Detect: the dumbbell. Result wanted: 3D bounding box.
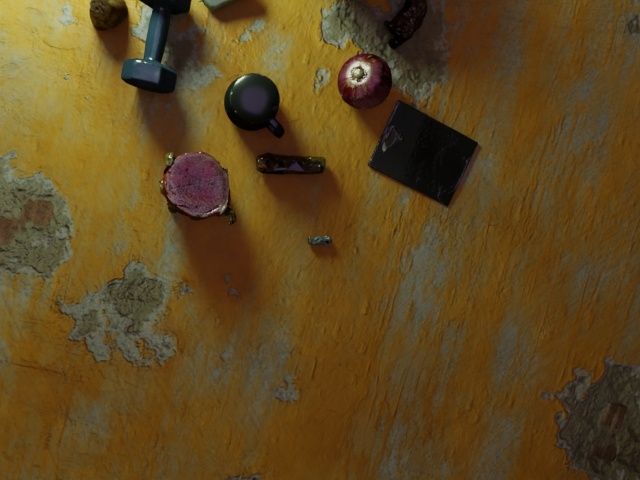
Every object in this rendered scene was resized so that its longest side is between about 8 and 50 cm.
[{"bbox_3d":[-0.480,-0.602,1.717,0.144,0.160,0.325,10,94,-40],"label":"dumbbell"}]

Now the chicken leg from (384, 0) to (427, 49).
[{"bbox_3d":[0.283,-0.726,1.896,0.105,0.063,0.234,36,87,-17],"label":"chicken leg"}]

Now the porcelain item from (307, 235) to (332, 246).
[{"bbox_3d":[0.000,0.000,1.940,0.083,0.028,0.036,2,113,-13],"label":"porcelain item"}]

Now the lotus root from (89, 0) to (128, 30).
[{"bbox_3d":[-0.616,-0.686,1.701,0.095,0.135,0.160,15,107,-13],"label":"lotus root"}]

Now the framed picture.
[{"bbox_3d":[0.351,-0.294,1.983,0.323,0.013,0.244,25,91,-12],"label":"framed picture"}]

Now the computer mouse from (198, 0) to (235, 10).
[{"bbox_3d":[-0.289,-0.764,1.781,0.181,0.056,0.089,-25,104,1],"label":"computer mouse"}]

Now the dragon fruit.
[{"bbox_3d":[-0.379,-0.153,1.801,0.282,0.147,0.211,45,78,-15],"label":"dragon fruit"}]

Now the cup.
[{"bbox_3d":[-0.187,-0.406,1.782,0.169,0.176,0.223,-46,102,-6],"label":"cup"}]

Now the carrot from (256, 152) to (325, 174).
[{"bbox_3d":[-0.092,-0.244,1.876,0.228,0.069,0.069,0,96,-12],"label":"carrot"}]

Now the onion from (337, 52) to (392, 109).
[{"bbox_3d":[0.141,-0.504,1.851,0.177,0.153,0.177,1,103,5],"label":"onion"}]
